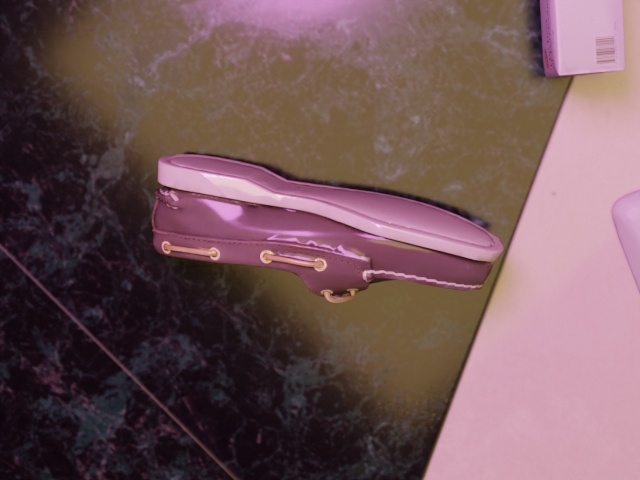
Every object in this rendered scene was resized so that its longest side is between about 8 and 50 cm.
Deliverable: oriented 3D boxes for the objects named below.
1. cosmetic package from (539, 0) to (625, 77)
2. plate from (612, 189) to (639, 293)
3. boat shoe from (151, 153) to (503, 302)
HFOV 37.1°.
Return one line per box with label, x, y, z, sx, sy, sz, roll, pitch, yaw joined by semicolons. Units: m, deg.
cosmetic package;0.218;-0.262;0.821;0.061;0.099;0.238;-4;98;9
plate;0.443;0.048;0.871;0.277;0.045;0.278;-20;96;9
boat shoe;0.000;0.000;0.877;0.325;0.116;0.096;13;104;8
